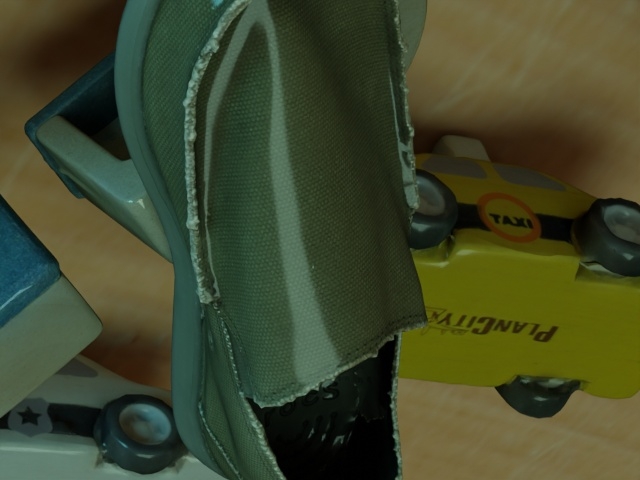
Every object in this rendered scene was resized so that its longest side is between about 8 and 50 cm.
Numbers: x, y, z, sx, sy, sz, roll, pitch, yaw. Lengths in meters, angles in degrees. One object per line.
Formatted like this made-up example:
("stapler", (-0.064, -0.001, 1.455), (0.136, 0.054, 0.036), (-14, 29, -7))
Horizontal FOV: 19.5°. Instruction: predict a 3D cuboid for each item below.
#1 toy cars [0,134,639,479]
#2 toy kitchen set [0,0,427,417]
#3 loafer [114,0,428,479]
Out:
("toy cars", (-0.039, 0.045, 0.776), (0.394, 0.087, 0.176), (-22, 136, 7))
("toy kitchen set", (-0.092, -0.080, 0.608), (0.207, 0.122, 0.166), (-40, 141, -8))
("loafer", (0.000, 0.000, 0.589), (0.094, 0.087, 0.251), (-28, 138, -22))
